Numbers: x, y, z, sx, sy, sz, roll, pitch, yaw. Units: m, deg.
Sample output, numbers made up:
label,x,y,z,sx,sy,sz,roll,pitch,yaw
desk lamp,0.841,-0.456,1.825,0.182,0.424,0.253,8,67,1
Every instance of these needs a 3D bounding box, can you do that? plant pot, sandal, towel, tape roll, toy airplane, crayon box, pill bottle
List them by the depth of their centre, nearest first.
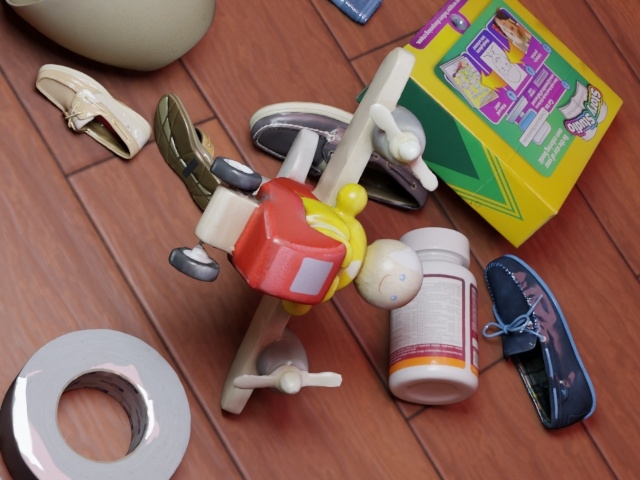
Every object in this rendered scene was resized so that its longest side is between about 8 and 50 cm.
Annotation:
label,x,y,z,sx,sy,sz,roll,pitch,yaw
tape roll,-0.269,0.218,1.626,0.219,0.072,0.219,11,62,-21
toy airplane,0.000,0.000,1.675,0.272,0.386,0.384,26,56,4
plant pot,-0.247,-0.337,1.805,0.191,0.284,0.284,51,51,-31
sandal,-0.167,-0.116,1.838,0.049,0.072,0.180,-26,81,-48
pill bottle,0.154,0.103,1.856,0.121,0.121,0.221,13,61,-20
crayon box,0.262,-0.205,2.017,0.313,0.106,0.363,44,41,-3
towel,0.035,-0.384,2.082,0.119,0.029,0.067,41,56,-5

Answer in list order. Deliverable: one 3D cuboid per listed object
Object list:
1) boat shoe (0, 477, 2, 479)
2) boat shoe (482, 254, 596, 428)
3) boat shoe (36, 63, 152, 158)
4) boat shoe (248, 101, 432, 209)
label,x,y,z,sx,sy,sz,roll,pitch,yaw
boat shoe,-0.291,0.375,1.518,0.320,0.118,0.103,36,61,1
boat shoe,0.300,0.142,1.920,0.089,0.109,0.258,-23,76,-29
boat shoe,-0.304,-0.168,1.795,0.170,0.063,0.059,32,51,-10
boat shoe,0.034,-0.114,1.914,0.285,0.103,0.092,17,56,-25
